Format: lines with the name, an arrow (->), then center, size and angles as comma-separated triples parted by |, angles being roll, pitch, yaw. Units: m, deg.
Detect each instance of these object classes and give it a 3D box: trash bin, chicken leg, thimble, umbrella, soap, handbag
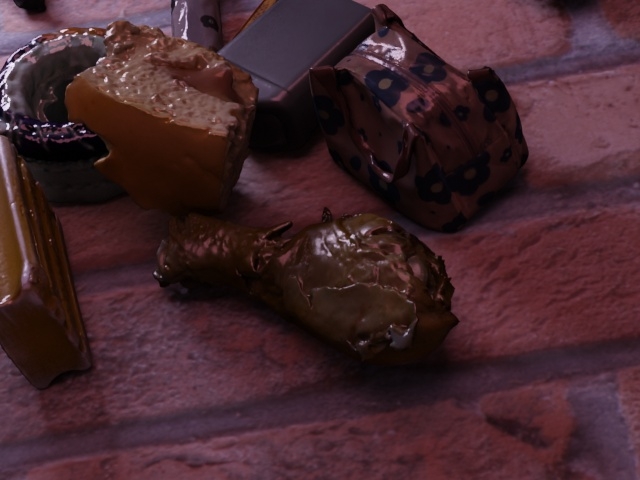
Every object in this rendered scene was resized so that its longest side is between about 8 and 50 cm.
trash bin -> -0.043, -0.229, 2.082 | 0.177, 0.101, 0.236 | 29, 66, 40
chicken leg -> -0.028, 0.043, 1.828 | 0.429, 0.153, 0.201 | 12, 58, 30
thimble -> -0.321, -0.161, 2.061 | 0.237, 0.150, 0.237 | -5, 49, 6
umbrella -> -0.180, -0.335, 2.253 | 0.073, 0.067, 0.337 | -2, 45, -6
soap -> -0.360, 0.024, 1.882 | 0.089, 0.173, 0.274 | -23, 46, 0
handbag -> 0.113, -0.158, 1.936 | 0.190, 0.193, 0.251 | -44, 57, -14

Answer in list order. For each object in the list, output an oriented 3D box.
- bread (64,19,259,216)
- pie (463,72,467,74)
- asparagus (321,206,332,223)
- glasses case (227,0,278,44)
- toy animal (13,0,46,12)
bread -> -0.191, -0.127, 1.951 | 0.224, 0.211, 0.183 | 19, 44, 10
pie -> 0.197, -0.196, 2.085 | 0.084, 0.021, 0.084 | -8, 48, 9
asparagus -> 0.000, 0.000, 1.945 | 0.015, 0.014, 0.114 | 16, 50, 2
glasses case -> -0.076, -0.304, 2.206 | 0.041, 0.064, 0.170 | 10, 50, 32
toy animal -> -0.524, -0.468, 2.414 | 0.343, 0.106, 0.168 | 23, 54, 24
